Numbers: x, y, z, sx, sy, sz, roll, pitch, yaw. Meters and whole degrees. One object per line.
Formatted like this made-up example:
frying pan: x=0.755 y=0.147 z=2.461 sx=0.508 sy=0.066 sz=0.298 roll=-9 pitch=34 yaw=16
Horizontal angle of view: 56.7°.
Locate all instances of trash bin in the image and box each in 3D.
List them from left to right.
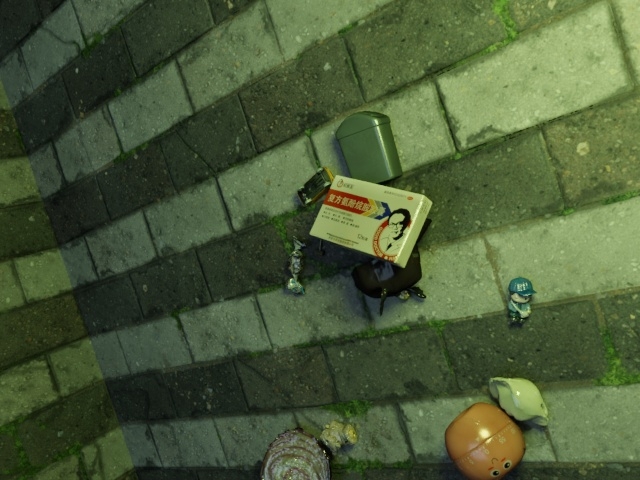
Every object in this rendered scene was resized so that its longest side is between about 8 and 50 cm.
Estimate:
trash bin: x=0.155 y=-0.298 z=1.909 sx=0.176 sy=0.101 sz=0.236 roll=-13 pitch=97 yaw=35

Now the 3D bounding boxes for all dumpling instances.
dumpling: x=0.597 y=0.489 z=1.806 sx=0.181 sy=0.111 sz=0.155 roll=70 pitch=158 yaw=8

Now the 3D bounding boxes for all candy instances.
candy: x=-0.085 y=0.095 z=2.209 sx=0.094 sy=0.051 sz=0.226 roll=8 pitch=109 yaw=22

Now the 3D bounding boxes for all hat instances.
hat: x=0.261 y=0.093 z=1.858 sx=0.336 sy=0.238 sz=0.209 roll=-44 pitch=74 yaw=24

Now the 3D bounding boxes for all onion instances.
onion: x=-0.062 y=0.899 z=2.357 sx=0.314 sy=0.146 sz=0.280 roll=24 pitch=90 yaw=28

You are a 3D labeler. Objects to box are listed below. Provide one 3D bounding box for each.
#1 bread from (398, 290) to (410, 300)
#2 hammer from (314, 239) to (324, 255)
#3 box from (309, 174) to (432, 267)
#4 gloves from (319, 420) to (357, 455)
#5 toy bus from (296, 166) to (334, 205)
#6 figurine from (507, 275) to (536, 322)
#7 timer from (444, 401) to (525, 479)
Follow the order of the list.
bread: x=0.264 y=0.167 z=1.990 sx=0.088 sy=0.033 sz=0.049 roll=28 pitch=115 yaw=25
hammer: x=0.000 y=0.000 z=2.142 sx=0.035 sy=0.019 sz=0.110 roll=14 pitch=107 yaw=32
box: x=0.145 y=-0.065 z=1.801 sx=0.353 sy=0.069 sz=0.214 roll=20 pitch=82 yaw=40
gloves: x=0.066 y=0.747 z=2.249 sx=0.144 sy=0.094 sz=0.110 roll=-40 pitch=90 yaw=27
toy bus: x=-0.007 y=-0.188 z=2.063 sx=0.162 sy=0.074 sz=0.070 roll=-39 pitch=72 yaw=38
figurine: x=0.592 y=0.172 z=1.752 sx=0.077 sy=0.079 sz=0.136 roll=4 pitch=128 yaw=12
timer: x=0.505 y=0.623 z=1.820 sx=0.215 sy=0.229 sz=0.230 roll=49 pitch=124 yaw=16
